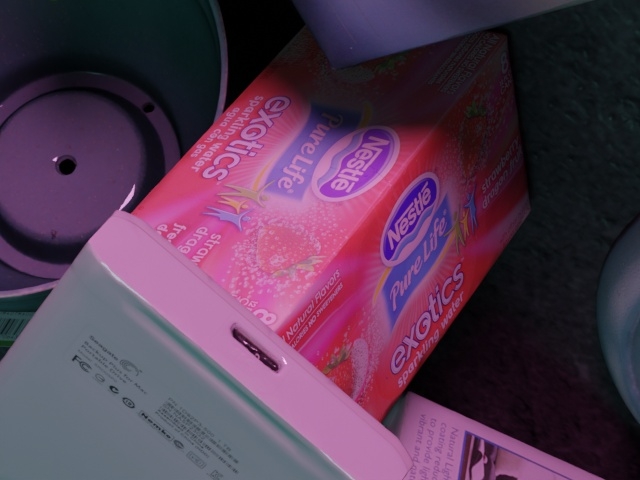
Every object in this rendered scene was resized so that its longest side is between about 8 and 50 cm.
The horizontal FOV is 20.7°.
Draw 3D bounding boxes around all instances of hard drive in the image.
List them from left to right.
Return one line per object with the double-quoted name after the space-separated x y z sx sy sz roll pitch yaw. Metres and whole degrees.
-0.098 0.123 1.015 0.203 0.040 0.307 41 144 -2 "hard drive"

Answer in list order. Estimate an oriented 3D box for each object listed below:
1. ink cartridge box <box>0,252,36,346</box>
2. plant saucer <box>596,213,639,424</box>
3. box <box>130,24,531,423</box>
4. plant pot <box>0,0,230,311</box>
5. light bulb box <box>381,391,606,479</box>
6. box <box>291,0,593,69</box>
-0.264 -0.012 1.366 0.062 0.109 0.209 -54 50 29 "ink cartridge box"
0.323 0.096 1.152 0.318 0.043 0.317 22 140 19 "plant saucer"
0.000 0.000 1.091 0.142 0.300 0.154 14 136 30 "box"
-0.194 -0.075 1.214 0.293 0.293 0.196 26 167 13 "plant pot"
0.109 0.329 1.326 0.361 0.225 0.358 25 145 -18 "light bulb box"
0.077 -0.272 0.851 0.294 0.182 0.296 -11 122 42 "box"
